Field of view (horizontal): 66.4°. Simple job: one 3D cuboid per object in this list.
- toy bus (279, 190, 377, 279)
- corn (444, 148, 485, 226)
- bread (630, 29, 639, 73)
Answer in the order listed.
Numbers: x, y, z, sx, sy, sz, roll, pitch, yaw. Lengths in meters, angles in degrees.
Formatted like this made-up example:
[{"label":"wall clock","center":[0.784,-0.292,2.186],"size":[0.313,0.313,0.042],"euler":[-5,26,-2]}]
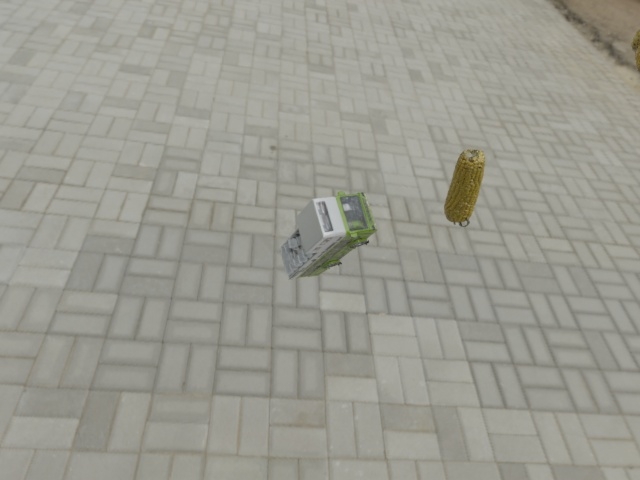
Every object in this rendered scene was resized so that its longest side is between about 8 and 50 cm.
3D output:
[{"label":"toy bus","center":[0.000,0.000,1.118],"size":[0.139,0.302,0.113],"euler":[-6,70,-28]},{"label":"corn","center":[0.458,-0.166,1.562],"size":[0.106,0.293,0.106],"euler":[-2,49,2]},{"label":"bread","center":[0.526,-0.272,0.631],"size":[0.211,0.083,0.114],"euler":[-7,9,40]}]
